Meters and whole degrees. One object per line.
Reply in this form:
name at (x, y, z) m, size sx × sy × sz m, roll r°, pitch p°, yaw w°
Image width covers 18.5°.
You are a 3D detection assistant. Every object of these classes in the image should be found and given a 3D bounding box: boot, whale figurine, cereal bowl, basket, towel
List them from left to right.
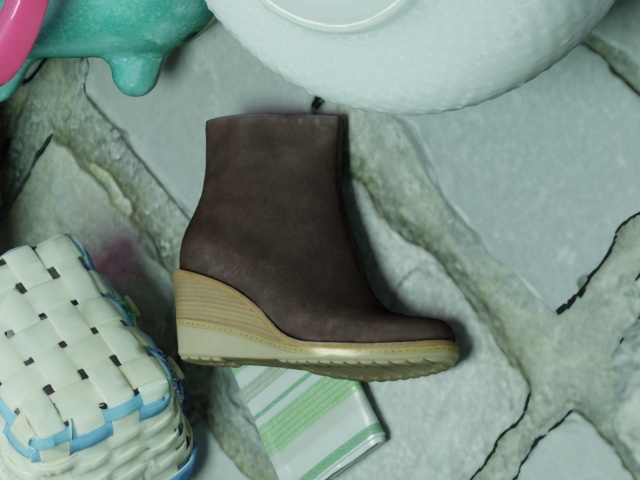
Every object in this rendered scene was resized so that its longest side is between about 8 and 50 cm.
basket at (-0.222, 0.159, 1.665) m, size 0.255 × 0.201 × 0.289 m, roll 53°, pitch 149°, yaw 26°
whale figurine at (-0.205, -0.214, 1.630) m, size 0.272 × 0.141 × 0.216 m, roll -26°, pitch 91°, yaw 19°
towel at (-0.012, 0.121, 1.585) m, size 0.113 × 0.023 × 0.152 m, roll -39°, pitch 63°, yaw 31°
boot at (0.000, 0.000, 1.531) m, size 0.248 × 0.090 × 0.207 m, roll 3°, pitch 77°, yaw 25°
cereal bowl at (0.032, -0.232, 1.267) m, size 0.339 × 0.141 × 0.339 m, roll 12°, pitch 117°, yaw 26°

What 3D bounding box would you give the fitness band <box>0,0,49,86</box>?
fitness band at (-0.268, -0.264, 1.590) m, size 0.209 × 0.054 × 0.291 m, roll -28°, pitch 60°, yaw 43°
